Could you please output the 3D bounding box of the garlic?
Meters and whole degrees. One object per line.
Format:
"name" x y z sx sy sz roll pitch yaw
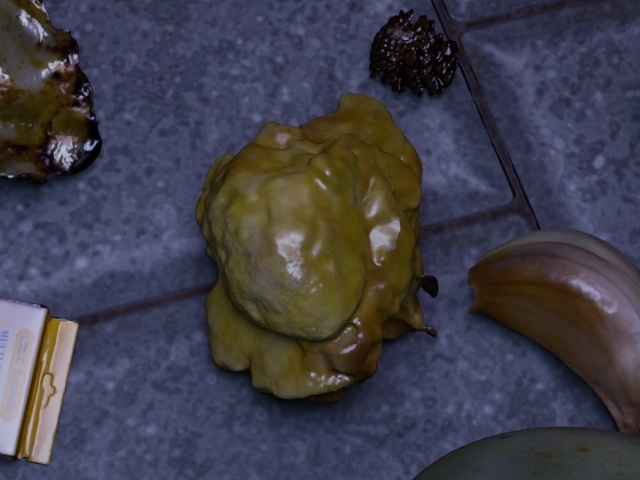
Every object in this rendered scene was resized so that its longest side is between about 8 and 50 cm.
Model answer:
"garlic" 0.229 0.064 1.544 0.128 0.115 0.207 -35 76 -28

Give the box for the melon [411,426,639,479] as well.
"melon" 0.199 0.271 1.339 0.330 0.268 0.268 7 59 30

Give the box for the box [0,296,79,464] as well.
"box" -0.326 0.095 1.480 0.247 0.033 0.129 10 75 -3

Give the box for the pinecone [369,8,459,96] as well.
"pinecone" 0.083 -0.163 1.659 0.083 0.077 0.077 36 60 -25

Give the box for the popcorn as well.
"popcorn" -0.003 0.003 1.500 0.191 0.190 0.253 -6 69 -3

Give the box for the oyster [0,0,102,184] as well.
"oyster" -0.369 -0.102 1.549 0.361 0.096 0.221 -20 68 -17
